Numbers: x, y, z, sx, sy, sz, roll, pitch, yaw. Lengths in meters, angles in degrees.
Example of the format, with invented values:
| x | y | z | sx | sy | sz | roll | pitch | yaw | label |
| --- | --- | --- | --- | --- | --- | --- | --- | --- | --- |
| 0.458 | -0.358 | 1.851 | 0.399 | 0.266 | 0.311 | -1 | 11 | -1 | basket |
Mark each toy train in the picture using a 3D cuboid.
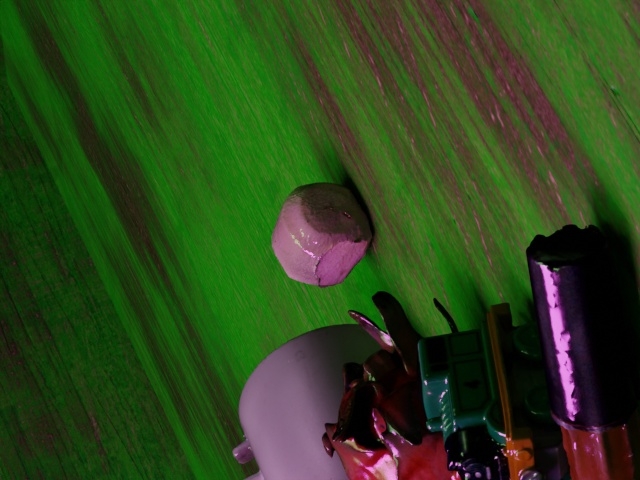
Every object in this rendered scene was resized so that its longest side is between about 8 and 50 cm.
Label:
| x | y | z | sx | sy | sz | roll | pitch | yaw | label |
| --- | --- | --- | --- | --- | --- | --- | --- | --- | --- |
| 0.154 | 0.147 | 1.690 | 0.227 | 0.136 | 0.091 | -90 | -8 | -52 | toy train |

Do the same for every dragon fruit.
| x | y | z | sx | sy | sz | roll | pitch | yaw | label |
| --- | --- | --- | --- | --- | --- | --- | --- | --- | --- |
| 0.103 | 0.183 | 1.843 | 0.274 | 0.192 | 0.193 | 48 | 164 | 20 | dragon fruit |

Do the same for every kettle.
| x | y | z | sx | sy | sz | roll | pitch | yaw | label |
| --- | --- | --- | --- | --- | --- | --- | --- | --- | --- |
| 0.022 | 0.270 | 2.034 | 0.318 | 0.265 | 0.205 | -115 | 29 | -44 | kettle |

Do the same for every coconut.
| x | y | z | sx | sy | sz | roll | pitch | yaw | label |
| --- | --- | --- | --- | --- | --- | --- | --- | --- | --- |
| 0.000 | 0.000 | 2.127 | 0.110 | 0.110 | 0.124 | 60 | 156 | 26 | coconut |

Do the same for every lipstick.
| x | y | z | sx | sy | sz | roll | pitch | yaw | label |
| --- | --- | --- | --- | --- | --- | --- | --- | --- | --- |
| 0.238 | 0.174 | 1.595 | 0.077 | 0.077 | 0.418 | 44 | 154 | 57 | lipstick |
